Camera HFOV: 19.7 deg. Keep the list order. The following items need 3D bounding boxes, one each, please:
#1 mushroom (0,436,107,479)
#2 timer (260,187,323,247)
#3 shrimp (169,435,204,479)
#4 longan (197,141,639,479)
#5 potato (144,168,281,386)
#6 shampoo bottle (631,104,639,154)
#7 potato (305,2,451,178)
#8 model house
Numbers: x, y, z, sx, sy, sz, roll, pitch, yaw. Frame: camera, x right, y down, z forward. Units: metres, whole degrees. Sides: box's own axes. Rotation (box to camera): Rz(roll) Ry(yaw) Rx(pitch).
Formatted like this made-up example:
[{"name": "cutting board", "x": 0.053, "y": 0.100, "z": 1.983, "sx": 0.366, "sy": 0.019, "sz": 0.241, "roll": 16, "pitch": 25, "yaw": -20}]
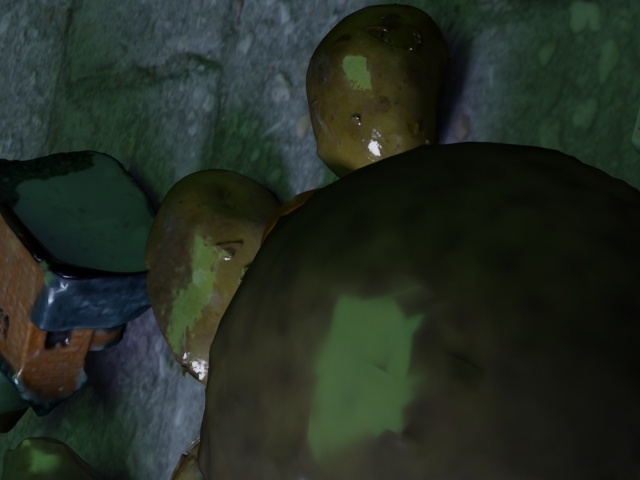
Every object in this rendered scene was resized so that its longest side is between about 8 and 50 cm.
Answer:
[{"name": "mushroom", "x": -0.312, "y": 0.343, "z": 1.837, "sx": 0.297, "sy": 0.297, "sz": 0.290, "roll": -26, "pitch": 19, "yaw": 42}, {"name": "timer", "x": 0.000, "y": 0.000, "z": 1.690, "sx": 0.132, "sy": 0.132, "sz": 0.152, "roll": -61, "pitch": 17, "yaw": 13}, {"name": "shrimp", "x": -0.096, "y": 0.310, "z": 1.707, "sx": 0.178, "sy": 0.075, "sz": 0.289, "roll": -5, "pitch": 58, "yaw": 47}, {"name": "longan", "x": 0.104, "y": 0.122, "z": 1.307, "sx": 0.391, "sy": 0.391, "sz": 0.391, "roll": -24, "pitch": 58, "yaw": 44}, {"name": "potato", "x": -0.098, "y": 0.021, "z": 1.800, "sx": 0.138, "sy": 0.098, "sz": 0.243, "roll": -44, "pitch": 46, "yaw": 28}, {"name": "shampoo bottle", "x": 0.279, "y": -0.102, "z": 1.431, "sx": 0.072, "sy": 0.043, "sz": 0.099, "roll": 3, "pitch": 79, "yaw": 52}, {"name": "potato", "x": 0.050, "y": -0.128, "z": 1.659, "sx": 0.137, "sy": 0.137, "sz": 0.176, "roll": -8, "pitch": 71, "yaw": 49}, {"name": "model house", "x": -0.291, "y": 0.079, "z": 1.977, "sx": 0.253, "sy": 0.184, "sz": 0.291, "roll": 46, "pitch": 125, "yaw": 43}]
